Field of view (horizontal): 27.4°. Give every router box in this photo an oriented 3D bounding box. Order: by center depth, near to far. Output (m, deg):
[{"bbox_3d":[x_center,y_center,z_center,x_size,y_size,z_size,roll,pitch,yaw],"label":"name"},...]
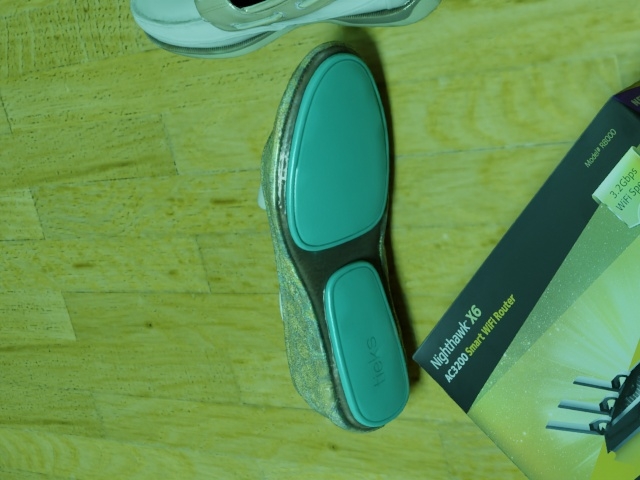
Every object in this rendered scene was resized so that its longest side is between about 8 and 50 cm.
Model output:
[{"bbox_3d":[0.238,0.069,0.974,0.243,0.081,0.309,46,133,16],"label":"router box"}]

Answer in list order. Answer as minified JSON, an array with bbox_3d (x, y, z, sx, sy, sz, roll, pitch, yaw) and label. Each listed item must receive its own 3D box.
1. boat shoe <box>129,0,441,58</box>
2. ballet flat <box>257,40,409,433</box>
[{"bbox_3d":[-0.049,-0.219,1.050,0.302,0.103,0.113,-4,74,36],"label":"boat shoe"},{"bbox_3d":[0.000,0.000,1.138,0.123,0.123,0.349,7,114,39],"label":"ballet flat"}]
